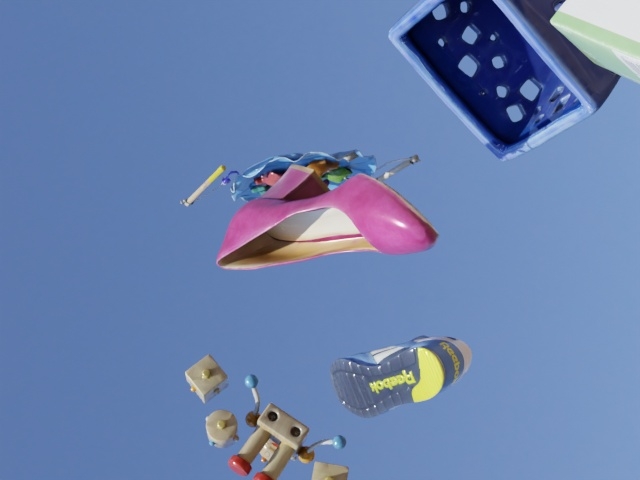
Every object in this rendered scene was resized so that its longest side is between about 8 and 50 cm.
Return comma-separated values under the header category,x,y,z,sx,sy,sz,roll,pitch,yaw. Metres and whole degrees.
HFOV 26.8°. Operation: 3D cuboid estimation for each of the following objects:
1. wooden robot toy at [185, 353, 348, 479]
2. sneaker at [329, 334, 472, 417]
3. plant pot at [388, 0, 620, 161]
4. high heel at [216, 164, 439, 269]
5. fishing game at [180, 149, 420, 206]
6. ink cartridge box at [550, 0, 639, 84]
category,x,y,z,sx,sy,sz,roll,pitch,yaw
wooden robot toy,-0.050,0.176,1.167,0.076,0.173,0.079,-53,-10,-19
sneaker,0.065,0.109,1.094,0.059,0.144,0.053,-23,-84,-40
plant pot,0.265,-0.271,1.671,0.236,0.236,0.212,48,-115,-7
high heel,0.000,0.000,1.149,0.117,0.244,0.082,-50,-54,-13
fishing game,-0.018,-0.067,1.608,0.264,0.189,0.041,-4,-104,-30
ink cartridge box,0.262,-0.202,0.837,0.056,0.171,0.235,36,-83,-21
